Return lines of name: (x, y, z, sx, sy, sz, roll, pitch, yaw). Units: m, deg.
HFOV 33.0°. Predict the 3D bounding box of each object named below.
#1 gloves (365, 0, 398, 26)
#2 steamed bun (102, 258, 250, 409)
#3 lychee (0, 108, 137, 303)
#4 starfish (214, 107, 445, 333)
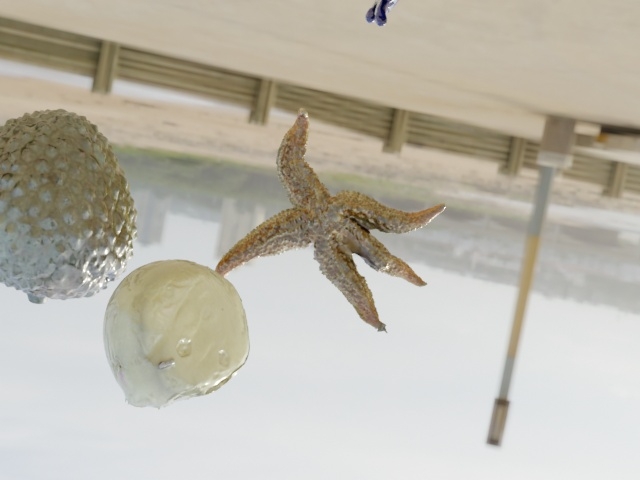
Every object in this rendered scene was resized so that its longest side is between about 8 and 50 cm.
gloves: (0.066, -0.232, 1.025, 0.026, 0.064, 0.086, 32, -168, -10)
steamed bun: (-0.123, 0.072, 0.861, 0.090, 0.113, 0.130, -12, -171, 36)
lychee: (-0.374, -0.043, 1.502, 0.255, 0.275, 0.255, 19, -171, -3)
starfish: (0.025, 0.007, 1.585, 0.293, 0.302, 0.084, 29, -175, 0)
